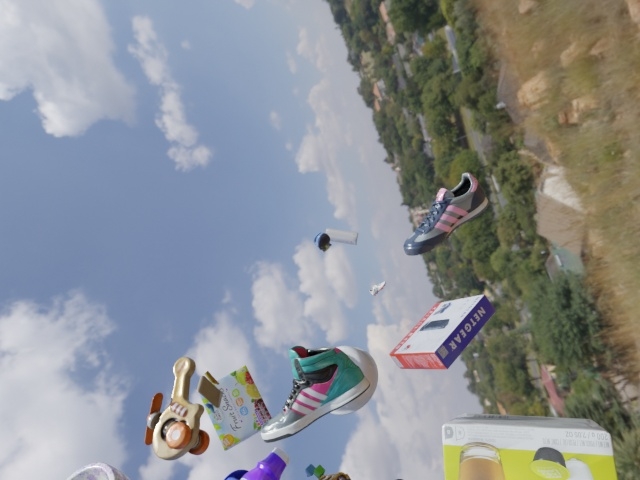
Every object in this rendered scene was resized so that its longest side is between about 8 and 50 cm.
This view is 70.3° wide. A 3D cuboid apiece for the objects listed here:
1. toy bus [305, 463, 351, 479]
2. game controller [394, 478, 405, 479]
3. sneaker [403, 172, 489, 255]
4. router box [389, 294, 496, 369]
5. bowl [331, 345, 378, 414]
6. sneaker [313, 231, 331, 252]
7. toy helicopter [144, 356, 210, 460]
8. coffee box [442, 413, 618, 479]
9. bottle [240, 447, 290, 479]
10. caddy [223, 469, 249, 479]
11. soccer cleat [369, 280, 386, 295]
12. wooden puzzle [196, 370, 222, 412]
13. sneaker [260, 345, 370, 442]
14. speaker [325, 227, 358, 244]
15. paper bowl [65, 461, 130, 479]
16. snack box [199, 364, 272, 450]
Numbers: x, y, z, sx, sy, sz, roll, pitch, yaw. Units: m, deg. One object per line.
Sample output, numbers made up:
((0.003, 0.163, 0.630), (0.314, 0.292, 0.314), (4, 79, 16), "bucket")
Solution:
((0.058, 0.816, 1.491), (0.104, 0.202, 0.190), (-26, -55, -42), "toy bus")
((0.227, 0.940, 1.499), (0.167, 0.319, 0.067), (37, -166, 4), "game controller")
((0.363, -0.084, 1.389), (0.131, 0.319, 0.112), (58, 166, -23), "sneaker")
((0.471, 0.360, 1.774), (0.082, 0.336, 0.301), (53, 152, -3), "router box")
((0.079, 0.556, 1.893), (0.134, 0.298, 0.297), (53, -160, -41), "bowl")
((0.000, 0.000, 1.561), (0.059, 0.053, 0.144), (46, 172, 15), "sneaker")
((-0.519, 0.593, 1.626), (0.140, 0.235, 0.354), (53, -152, -49), "toy helicopter")
((0.491, 0.598, 1.063), (0.338, 0.338, 0.333), (34, -126, -61), "coffee box")
((-0.209, 0.784, 1.419), (0.283, 0.118, 0.092), (-43, -68, -36), "bottle")
((-0.370, 1.279, 2.157), (0.242, 0.179, 0.340), (12, -113, -39), "caddy")
((0.232, 0.191, 1.846), (0.036, 0.083, 0.029), (39, -150, -3), "soccer cleat")
((-0.280, 0.383, 1.148), (0.078, 0.014, 0.116), (47, -171, -9), "wooden puzzle")
((-0.048, 0.354, 1.120), (0.178, 0.296, 0.124), (59, -179, 6), "sneaker")
((0.087, -0.016, 1.904), (0.055, 0.136, 0.055), (9, -90, -83), "speaker")
((-0.709, 0.857, 1.408), (0.284, 0.285, 0.148), (-96, -20, -50), "paper bowl")
((-0.276, 0.545, 1.485), (0.207, 0.175, 0.070), (59, 163, 21), "snack box")
